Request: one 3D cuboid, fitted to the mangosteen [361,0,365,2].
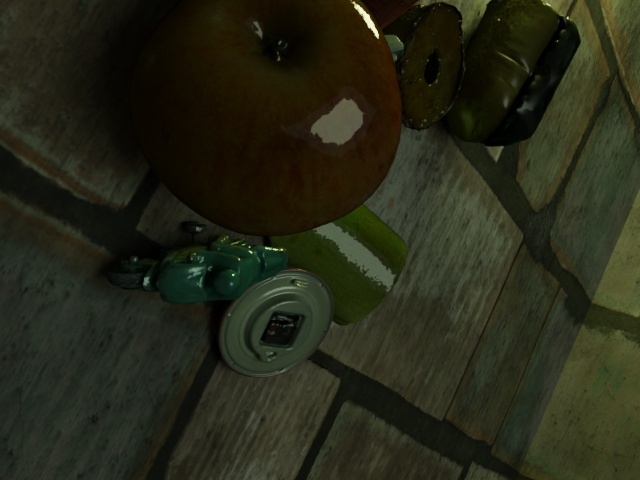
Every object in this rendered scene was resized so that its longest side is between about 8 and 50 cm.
[{"bbox_3d":[0.021,-0.510,1.333,0.211,0.211,0.250,53,34,-47],"label":"mangosteen"}]

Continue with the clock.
[{"bbox_3d":[-0.083,0.157,1.509,0.244,0.056,0.245,-16,127,-23],"label":"clock"}]

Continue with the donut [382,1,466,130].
[{"bbox_3d":[0.203,-0.371,1.680,0.272,0.107,0.272,-28,129,-40],"label":"donut"}]

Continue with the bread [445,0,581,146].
[{"bbox_3d":[0.431,-0.398,1.837,0.208,0.251,0.377,34,76,-26],"label":"bread"}]

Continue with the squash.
[{"bbox_3d":[0.000,0.000,1.609,0.309,0.210,0.234,36,76,-22],"label":"squash"}]

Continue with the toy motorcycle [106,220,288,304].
[{"bbox_3d":[-0.182,0.040,1.292,0.296,0.198,0.109,-14,110,-49],"label":"toy motorcycle"}]

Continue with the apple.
[{"bbox_3d":[-0.079,-0.212,1.154,0.400,0.400,0.334,-47,153,-28],"label":"apple"}]

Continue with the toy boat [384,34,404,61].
[{"bbox_3d":[0.045,-0.317,1.483,0.260,0.085,0.078,-23,168,-25],"label":"toy boat"}]

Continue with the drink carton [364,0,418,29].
[{"bbox_3d":[0.127,-0.452,1.452,0.071,0.223,0.096,37,73,-15],"label":"drink carton"}]
